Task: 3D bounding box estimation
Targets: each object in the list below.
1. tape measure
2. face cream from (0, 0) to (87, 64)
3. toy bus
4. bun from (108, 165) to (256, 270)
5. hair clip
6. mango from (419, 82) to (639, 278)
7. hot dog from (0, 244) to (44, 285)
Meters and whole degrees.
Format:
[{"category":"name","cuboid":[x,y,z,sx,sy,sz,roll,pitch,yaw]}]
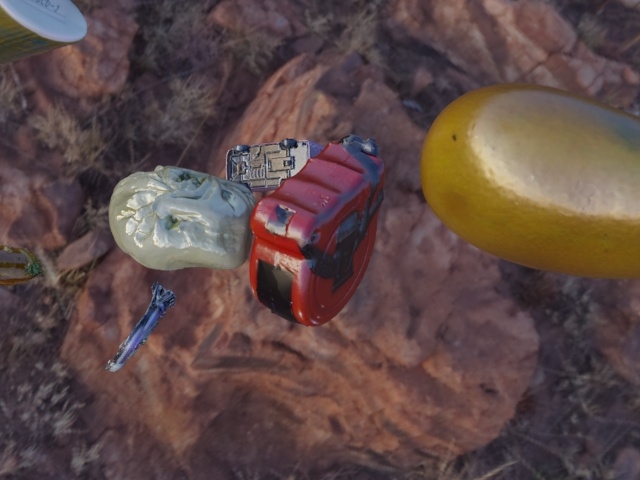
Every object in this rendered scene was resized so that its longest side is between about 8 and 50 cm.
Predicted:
[{"category":"tape measure","cuboid":[0.000,0.000,1.428,0.114,0.260,0.253,21,40,25]},{"category":"face cream","cuboid":[-0.427,-0.253,1.144,0.139,0.285,0.067,24,66,-51]},{"category":"toy bus","cuboid":[-0.085,-0.143,1.853,0.108,0.199,0.096,4,84,-58]},{"category":"bun","cuboid":[-0.204,-0.044,1.423,0.230,0.145,0.229,7,37,-5]},{"category":"hair clip","cuboid":[-0.318,0.154,1.657,0.049,0.116,0.172,32,61,3]},{"category":"mango","cuboid":[0.205,-0.040,0.761,0.255,0.175,0.139,20,85,18]},{"category":"hot dog","cuboid":[-0.568,0.036,1.478,0.269,0.115,0.072,5,75,-42]}]
